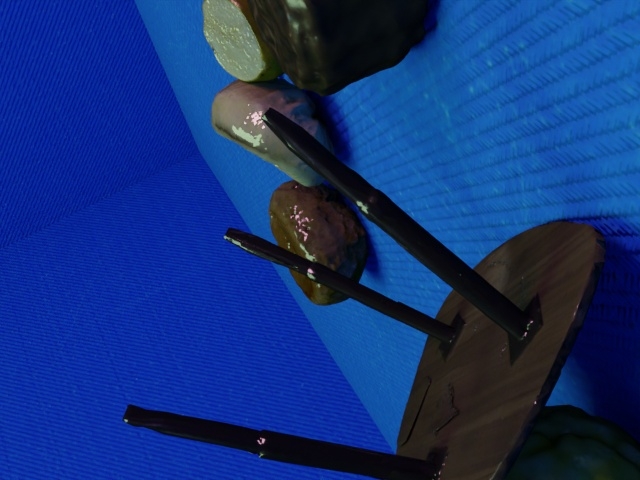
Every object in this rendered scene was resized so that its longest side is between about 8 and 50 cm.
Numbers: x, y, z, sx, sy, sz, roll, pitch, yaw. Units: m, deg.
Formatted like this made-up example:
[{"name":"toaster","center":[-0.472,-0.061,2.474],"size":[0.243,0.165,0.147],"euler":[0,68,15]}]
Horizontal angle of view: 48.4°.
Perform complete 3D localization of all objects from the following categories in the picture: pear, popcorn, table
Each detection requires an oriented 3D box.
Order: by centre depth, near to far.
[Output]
[{"name":"table","center":[0.012,0.079,0.575],"size":[0.249,0.317,0.317],"euler":[25,170,-4]},{"name":"popcorn","center":[0.212,0.274,0.638],"size":[0.265,0.225,0.332],"euler":[45,178,10]},{"name":"pear","center":[-0.084,-0.284,0.947],"size":[0.141,0.104,0.141],"euler":[32,148,23]}]

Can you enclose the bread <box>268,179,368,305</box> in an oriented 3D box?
[{"name":"bread","center":[0.000,0.000,1.218],"size":[0.230,0.123,0.230],"euler":[60,166,27]}]

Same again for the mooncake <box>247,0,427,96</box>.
[{"name":"mooncake","center":[-0.009,-0.241,0.622],"size":[0.228,0.124,0.228],"euler":[60,171,16]}]

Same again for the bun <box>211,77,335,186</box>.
[{"name":"bun","center":[-0.057,-0.173,1.042],"size":[0.222,0.127,0.222],"euler":[31,-178,-1]}]
